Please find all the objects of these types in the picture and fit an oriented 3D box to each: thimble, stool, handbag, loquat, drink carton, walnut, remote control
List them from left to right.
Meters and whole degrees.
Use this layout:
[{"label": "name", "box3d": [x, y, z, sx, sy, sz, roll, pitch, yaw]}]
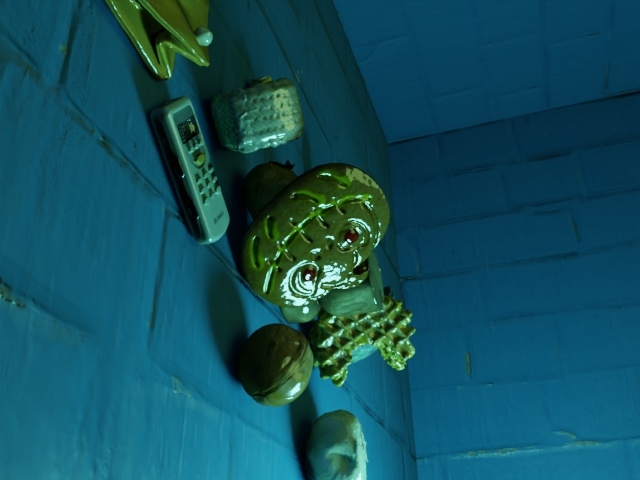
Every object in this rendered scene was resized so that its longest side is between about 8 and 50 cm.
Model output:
[{"label": "handbag", "box3d": [-0.315, -0.547, 1.333, 0.283, 0.133, 0.400, 49, 34, -54]}, {"label": "remote control", "box3d": [-0.260, -0.138, 1.375, 0.140, 0.056, 0.296, -62, 139, -64]}, {"label": "thimble", "box3d": [-0.149, -0.292, 1.596, 0.219, 0.219, 0.150, -48, 127, -71]}, {"label": "drink carton", "box3d": [-0.164, -0.401, 1.871, 0.200, 0.075, 0.084, -83, 157, -45]}, {"label": "loquat", "box3d": [-0.119, -0.102, 1.680, 0.172, 0.150, 0.204, 31, -61, 54]}, {"label": "walnut", "box3d": [-0.098, 0.273, 1.498, 0.207, 0.168, 0.167, -71, 148, -58]}, {"label": "stool", "box3d": [0.030, 0.126, 1.864, 0.179, 0.264, 0.179, -10, 90, -75]}]

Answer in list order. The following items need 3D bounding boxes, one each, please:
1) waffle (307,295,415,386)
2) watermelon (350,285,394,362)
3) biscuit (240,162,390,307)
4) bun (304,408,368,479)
[{"label": "waffle", "box3d": [0.120, 0.288, 2.023, 0.151, 0.324, 0.261, -26, -104, 64]}, {"label": "watermelon", "box3d": [0.123, 0.286, 2.267, 0.320, 0.214, 0.289, -48, 153, -10]}, {"label": "biscuit", "box3d": [0.004, 0.004, 1.638, 0.350, 0.394, 0.070, 42, 0, -32]}, {"label": "bun", "box3d": [0.044, 0.589, 1.820, 0.273, 0.169, 0.272, -6, 90, -87]}]
